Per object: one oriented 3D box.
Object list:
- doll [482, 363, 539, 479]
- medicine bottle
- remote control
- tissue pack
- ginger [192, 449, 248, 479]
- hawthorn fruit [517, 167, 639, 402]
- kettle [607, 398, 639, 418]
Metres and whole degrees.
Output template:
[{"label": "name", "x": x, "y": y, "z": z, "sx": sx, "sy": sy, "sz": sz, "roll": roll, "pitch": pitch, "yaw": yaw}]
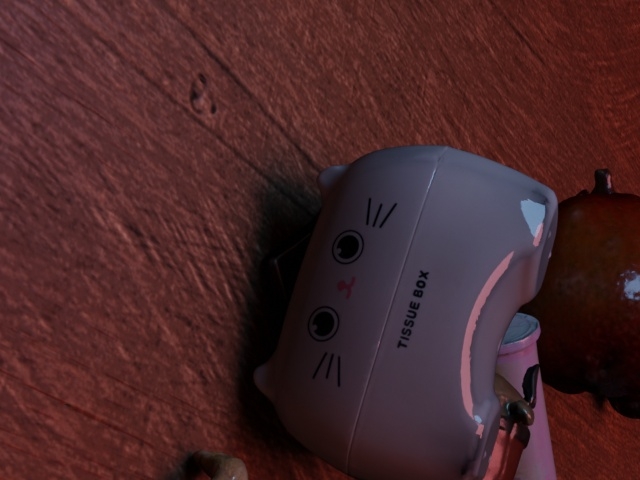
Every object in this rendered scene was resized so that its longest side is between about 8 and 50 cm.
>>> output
[{"label": "doll", "x": 0.156, "y": 0.282, "z": 1.537, "sx": 0.235, "sy": 0.174, "sz": 0.330, "roll": 33, "pitch": 62, "yaw": -45}, {"label": "medicine bottle", "x": 0.264, "y": 0.310, "z": 1.808, "sx": 0.108, "sy": 0.108, "sz": 0.426, "roll": -39, "pitch": 123, "yaw": -54}, {"label": "remote control", "x": 0.000, "y": 0.000, "z": 1.438, "sx": 0.212, "sy": 0.028, "sz": 0.059, "roll": -42, "pitch": 121, "yaw": -54}, {"label": "tissue pack", "x": 0.086, "y": 0.076, "z": 1.355, "sx": 0.229, "sy": 0.236, "sz": 0.333, "roll": 49, "pitch": 58, "yaw": -74}, {"label": "ginger", "x": -0.143, "y": 0.257, "z": 1.140, "sx": 0.288, "sy": 0.075, "sz": 0.089, "roll": -44, "pitch": 120, "yaw": -48}, {"label": "hawthorn fruit", "x": 0.387, "y": 0.081, "z": 1.874, "sx": 0.311, "sy": 0.295, "sz": 0.295, "roll": -102, "pitch": 167, "yaw": -51}, {"label": "kettle", "x": 0.493, "y": 0.167, "z": 2.203, "sx": 0.202, "sy": 0.144, "sz": 0.232, "roll": -105, "pitch": 177, "yaw": -52}]
